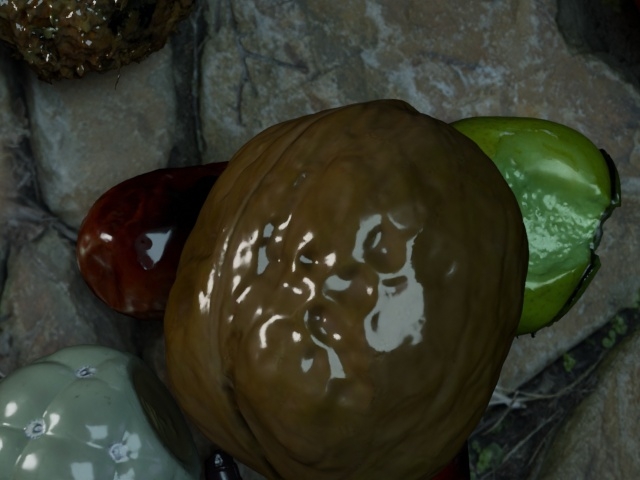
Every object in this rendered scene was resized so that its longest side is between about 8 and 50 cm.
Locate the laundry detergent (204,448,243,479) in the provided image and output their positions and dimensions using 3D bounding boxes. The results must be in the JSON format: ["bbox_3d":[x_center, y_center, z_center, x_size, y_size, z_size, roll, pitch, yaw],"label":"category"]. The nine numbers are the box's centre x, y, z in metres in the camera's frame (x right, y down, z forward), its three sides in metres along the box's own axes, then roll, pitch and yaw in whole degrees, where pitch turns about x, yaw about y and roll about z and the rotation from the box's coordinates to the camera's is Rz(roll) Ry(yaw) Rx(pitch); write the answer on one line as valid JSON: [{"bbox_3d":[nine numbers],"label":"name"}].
[{"bbox_3d":[-0.097,0.340,1.473,0.144,0.078,0.222,-13,86,-43],"label":"laundry detergent"}]

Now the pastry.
[{"bbox_3d":[-0.263,-0.304,1.470,0.274,0.193,0.275,3,81,-17],"label":"pastry"}]

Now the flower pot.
[{"bbox_3d":[-0.239,0.225,1.365,0.195,0.246,0.246,-31,92,4],"label":"flower pot"}]

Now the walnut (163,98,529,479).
[{"bbox_3d":[0.028,0.055,1.309,0.308,0.354,0.398,20,89,-48],"label":"walnut"}]

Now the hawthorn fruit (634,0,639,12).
[{"bbox_3d":[0.597,-0.369,1.704,0.402,0.403,0.403,3,80,-19],"label":"hawthorn fruit"}]

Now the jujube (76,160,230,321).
[{"bbox_3d":[-0.157,-0.012,1.484,0.236,0.168,0.168,-38,95,-38],"label":"jujube"}]

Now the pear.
[{"bbox_3d":[0.206,-0.049,1.614,0.292,0.159,0.292,3,79,-16],"label":"pear"}]

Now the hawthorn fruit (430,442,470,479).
[{"bbox_3d":[0.061,0.233,1.511,0.251,0.189,0.189,-31,92,-1],"label":"hawthorn fruit"}]
